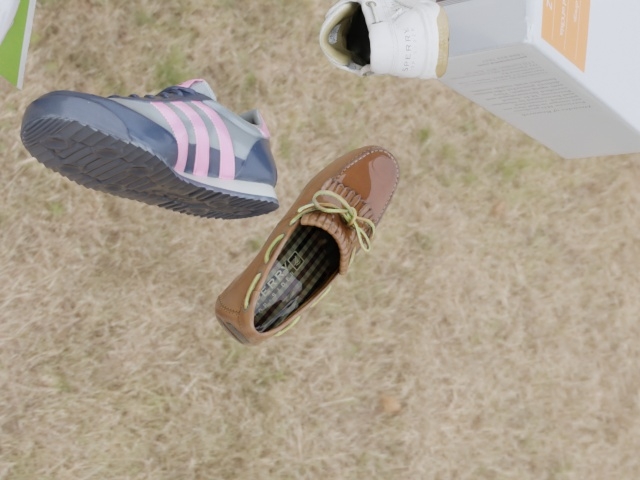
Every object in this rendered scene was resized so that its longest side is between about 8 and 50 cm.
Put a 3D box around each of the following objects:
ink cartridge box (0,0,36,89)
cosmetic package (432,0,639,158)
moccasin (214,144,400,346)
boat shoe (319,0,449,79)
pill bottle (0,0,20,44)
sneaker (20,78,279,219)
[{"bbox_3d":[-0.312,-0.277,0.685,0.255,0.189,0.097,40,57,-4],"label":"ink cartridge box"},{"bbox_3d":[0.317,-0.278,1.111,0.453,0.162,0.230,15,78,-50],"label":"cosmetic package"},{"bbox_3d":[-0.002,-0.002,1.225,0.380,0.147,0.139,-43,107,-25],"label":"moccasin"},{"bbox_3d":[0.044,-0.226,0.887,0.096,0.277,0.098,-8,108,-14],"label":"boat shoe"},{"bbox_3d":[-0.275,-0.152,0.311,0.283,0.161,0.161,41,50,-44],"label":"pill bottle"},{"bbox_3d":[-0.160,-0.110,0.821,0.319,0.112,0.131,19,63,-57],"label":"sneaker"}]
